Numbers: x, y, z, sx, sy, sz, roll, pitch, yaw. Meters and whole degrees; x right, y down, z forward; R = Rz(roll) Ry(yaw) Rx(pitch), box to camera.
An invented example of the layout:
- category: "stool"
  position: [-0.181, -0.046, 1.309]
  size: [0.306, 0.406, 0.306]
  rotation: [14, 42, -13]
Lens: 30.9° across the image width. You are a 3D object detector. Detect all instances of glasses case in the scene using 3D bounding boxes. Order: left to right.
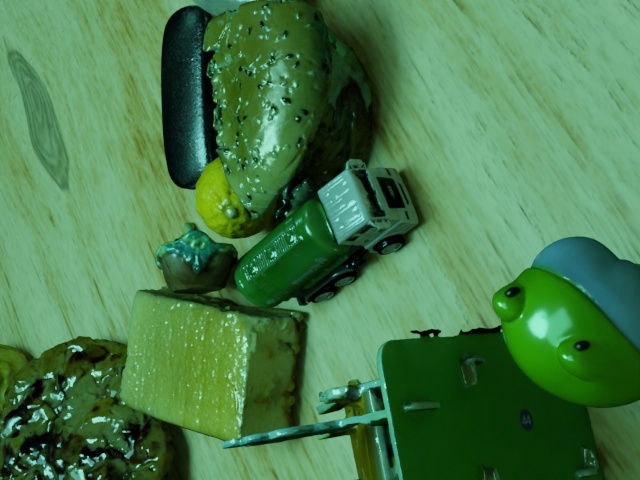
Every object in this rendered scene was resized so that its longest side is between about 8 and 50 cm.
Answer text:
- category: "glasses case"
  position: [-0.183, -0.206, 1.673]
  size: [0.103, 0.067, 0.266]
  rotation: [-5, 85, 43]

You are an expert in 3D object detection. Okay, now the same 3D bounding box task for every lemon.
- category: "lemon"
  position: [-0.114, -0.059, 1.555]
  size: [0.155, 0.114, 0.114]
  rotation: [-99, 24, -76]

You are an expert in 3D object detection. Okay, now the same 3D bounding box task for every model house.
- category: "model house"
  position: [0.077, 0.243, 1.207]
  size: [0.313, 0.358, 0.242]
  rotation: [-24, 74, 39]

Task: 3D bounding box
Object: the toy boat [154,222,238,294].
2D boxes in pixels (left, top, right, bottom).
- category: "toy boat"
  position: [-0.172, 0.027, 1.580]
  size: [0.293, 0.108, 0.099]
  rotation: [-166, 74, -81]

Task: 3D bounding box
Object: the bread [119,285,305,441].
- category: "bread"
  position: [-0.155, 0.169, 1.609]
  size: [0.275, 0.114, 0.184]
  rotation: [7, 91, 43]

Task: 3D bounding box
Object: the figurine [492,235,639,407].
- category: "figurine"
  position: [0.275, 0.076, 1.083]
  size: [0.162, 0.263, 0.143]
  rotation: [46, 120, 34]

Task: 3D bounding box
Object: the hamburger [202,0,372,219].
- category: "hamburger"
  position: [-0.033, -0.174, 1.455]
  size: [0.192, 0.168, 0.288]
  rotation: [-16, 78, 44]

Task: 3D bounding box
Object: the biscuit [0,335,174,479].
- category: "biscuit"
  position: [-0.364, 0.295, 1.724]
  size: [0.289, 0.081, 0.334]
  rotation: [-28, 58, -1]

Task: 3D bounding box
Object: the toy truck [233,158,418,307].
- category: "toy truck"
  position: [0.000, 0.000, 1.451]
  size: [0.242, 0.125, 0.101]
  rotation: [-38, 63, 36]

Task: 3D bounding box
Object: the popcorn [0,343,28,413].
- category: "popcorn"
  position: [-0.578, 0.271, 1.964]
  size: [0.190, 0.191, 0.253]
  rotation: [-56, 37, 8]

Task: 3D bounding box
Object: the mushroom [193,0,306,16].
- category: "mushroom"
  position: [-0.103, -0.344, 1.588]
  size: [0.212, 0.088, 0.097]
  rotation: [22, 76, 37]
